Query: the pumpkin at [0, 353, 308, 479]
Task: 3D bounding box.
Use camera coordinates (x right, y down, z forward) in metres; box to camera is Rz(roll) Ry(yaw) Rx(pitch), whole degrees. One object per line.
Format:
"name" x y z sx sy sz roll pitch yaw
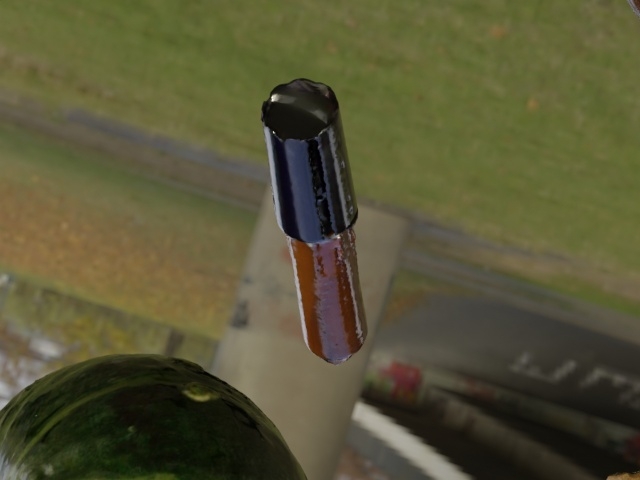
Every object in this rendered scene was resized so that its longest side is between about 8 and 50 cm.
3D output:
"pumpkin" -0.127 0.214 0.988 0.207 0.300 0.300 32 173 -23

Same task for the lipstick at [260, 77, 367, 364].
"lipstick" 0.000 0.000 1.571 0.077 0.077 0.418 17 150 15

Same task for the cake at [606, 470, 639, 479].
"cake" 0.397 0.363 1.443 0.290 0.282 0.256 -6 135 29

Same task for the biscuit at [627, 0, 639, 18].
"biscuit" 0.462 -0.397 1.839 0.407 0.407 0.091 18 177 -29
